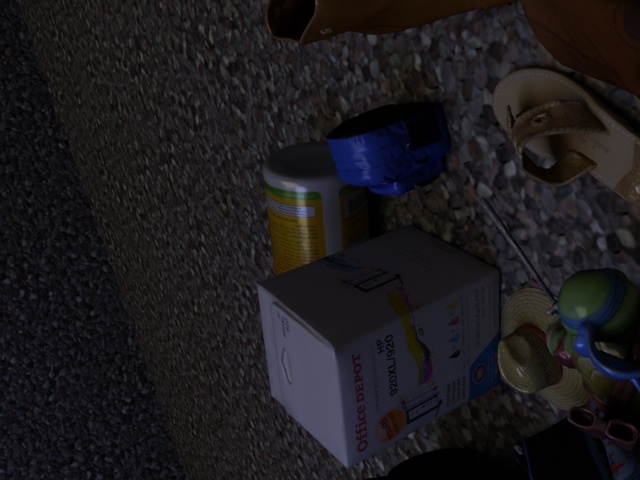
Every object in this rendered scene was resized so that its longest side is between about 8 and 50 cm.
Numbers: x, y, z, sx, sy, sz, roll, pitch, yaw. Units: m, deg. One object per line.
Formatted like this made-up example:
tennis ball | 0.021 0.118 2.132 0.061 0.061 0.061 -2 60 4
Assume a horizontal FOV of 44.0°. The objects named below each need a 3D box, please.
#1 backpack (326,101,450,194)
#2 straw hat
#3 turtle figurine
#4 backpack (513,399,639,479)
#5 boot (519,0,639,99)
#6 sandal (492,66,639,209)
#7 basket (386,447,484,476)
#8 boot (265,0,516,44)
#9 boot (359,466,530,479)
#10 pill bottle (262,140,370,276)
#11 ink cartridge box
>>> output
backpack | 0.076 -0.101 0.897 0.098 0.120 0.101 0 108 61
straw hat | 0.225 0.128 0.852 0.144 0.061 0.144 42 143 42
turtle figurine | 0.284 0.071 0.620 0.266 0.198 0.274 50 -159 -22
backpack | 0.283 0.262 0.753 0.173 0.117 0.158 47 -162 -12
boot | 0.207 -0.160 0.507 0.264 0.096 0.280 34 -164 -40
sandal | 0.214 -0.085 0.701 0.240 0.079 0.088 42 142 42
basket | 0.177 0.405 1.047 0.204 0.154 0.226 167 87 -72
boot | 0.087 -0.233 0.683 0.295 0.211 0.104 -6 104 62
boot | 0.134 0.420 0.911 0.138 0.378 0.284 4 -105 -75
pill bottle | 0.000 0.000 1.089 0.136 0.136 0.245 33 136 49
ink cartridge box | 0.070 0.115 0.937 0.168 0.233 0.171 32 136 50
